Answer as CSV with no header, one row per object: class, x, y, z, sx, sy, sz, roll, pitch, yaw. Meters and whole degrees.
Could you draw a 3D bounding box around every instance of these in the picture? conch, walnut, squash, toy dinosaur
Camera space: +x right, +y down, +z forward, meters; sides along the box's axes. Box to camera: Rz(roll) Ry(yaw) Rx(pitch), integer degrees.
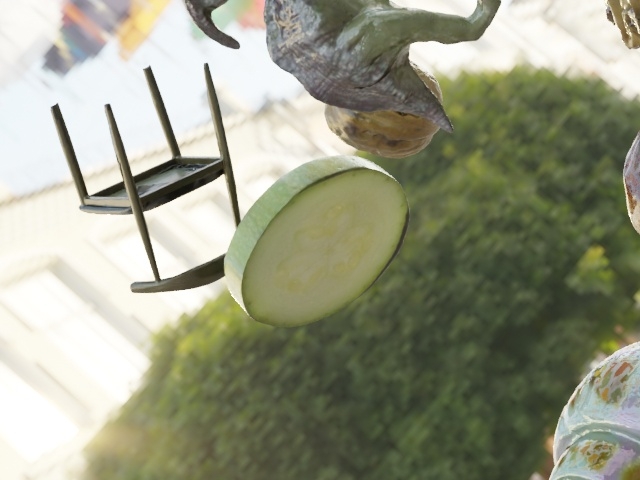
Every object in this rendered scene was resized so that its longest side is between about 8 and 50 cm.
conch,0.357,0.207,1.760,0.368,0.197,0.249,-8,-22,-20
walnut,0.099,-0.203,2.578,0.155,0.184,0.155,-163,90,-84
squash,0.000,0.000,2.157,0.252,0.049,0.252,-23,-41,-22
toy dinosaur,0.018,-0.204,1.493,0.162,0.294,0.077,-58,7,13

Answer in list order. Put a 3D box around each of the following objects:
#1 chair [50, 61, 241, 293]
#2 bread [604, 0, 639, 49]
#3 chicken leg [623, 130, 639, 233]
chair,-0.216,-0.078,2.264,0.188,0.272,0.166,-26,18,-31
bread,0.538,-0.362,2.265,0.370,0.192,0.314,-11,-27,15
chicken leg,0.347,-0.139,1.643,0.113,0.093,0.304,-20,-62,-84
